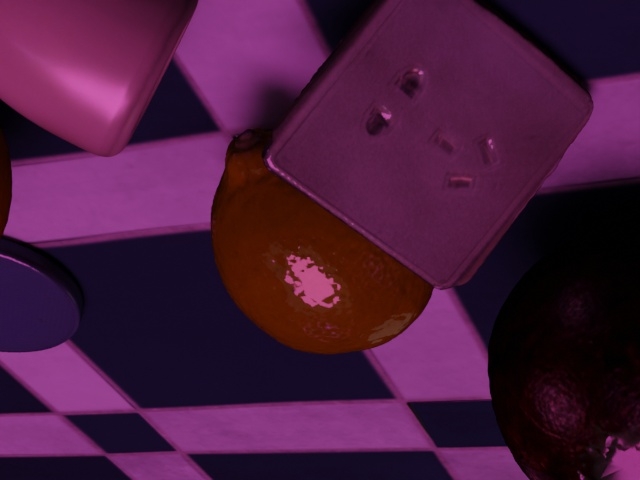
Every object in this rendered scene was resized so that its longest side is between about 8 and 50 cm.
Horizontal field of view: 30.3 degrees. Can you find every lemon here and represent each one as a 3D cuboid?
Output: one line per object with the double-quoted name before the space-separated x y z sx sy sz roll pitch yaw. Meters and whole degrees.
"lemon" 0.000 0.000 1.004 0.184 0.184 0.248 -17 136 36

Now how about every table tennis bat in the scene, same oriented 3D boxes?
"table tennis bat" -0.407 0.079 1.360 0.215 0.044 0.329 33 138 -30

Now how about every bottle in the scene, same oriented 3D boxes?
"bottle" -0.220 -0.174 0.853 0.237 0.147 0.147 28 144 -9

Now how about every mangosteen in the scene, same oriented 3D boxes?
"mangosteen" 0.298 0.119 1.001 0.297 0.297 0.293 33 143 -29

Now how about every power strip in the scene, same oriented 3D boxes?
"power strip" 0.080 -0.091 0.906 0.213 0.064 0.198 35 97 -29

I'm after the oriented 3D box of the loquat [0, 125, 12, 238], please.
"loquat" -0.388 -0.053 0.974 0.263 0.263 0.263 8 146 5
